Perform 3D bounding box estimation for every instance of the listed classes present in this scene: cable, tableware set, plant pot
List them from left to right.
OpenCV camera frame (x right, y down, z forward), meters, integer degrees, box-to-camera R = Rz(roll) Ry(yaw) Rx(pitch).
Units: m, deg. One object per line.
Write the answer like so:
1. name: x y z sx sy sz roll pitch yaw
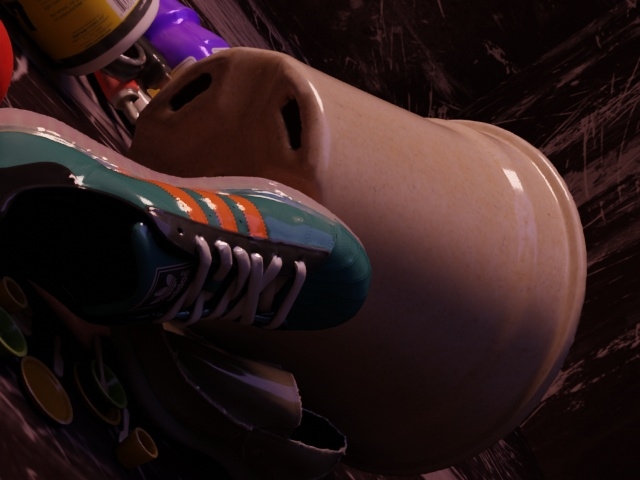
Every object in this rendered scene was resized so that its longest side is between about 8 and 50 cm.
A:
1. tableware set: -0.153 0.081 0.893 0.154 0.024 0.104 52 10 -26
2. cable: -0.240 -0.215 1.486 0.287 0.072 0.139 46 14 22
3. plant pot: 0.000 0.000 1.206 0.305 0.334 0.334 28 27 -47

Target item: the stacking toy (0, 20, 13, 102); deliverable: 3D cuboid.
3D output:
1. stacking toy: -0.244 -0.101 0.749 0.141 0.141 0.330 56 5 -1

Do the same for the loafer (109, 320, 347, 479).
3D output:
1. loafer: -0.064 0.109 1.061 0.251 0.087 0.094 48 12 -44

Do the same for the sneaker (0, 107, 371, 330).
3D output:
1. sneaker: -0.095 0.014 0.930 0.302 0.108 0.121 17 27 -24

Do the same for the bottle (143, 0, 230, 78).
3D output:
1. bottle: -0.137 -0.163 1.559 0.092 0.118 0.283 -12 64 -51

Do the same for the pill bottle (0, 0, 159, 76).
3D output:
1. pill bottle: -0.249 -0.258 1.300 0.208 0.119 0.119 51 10 -32
